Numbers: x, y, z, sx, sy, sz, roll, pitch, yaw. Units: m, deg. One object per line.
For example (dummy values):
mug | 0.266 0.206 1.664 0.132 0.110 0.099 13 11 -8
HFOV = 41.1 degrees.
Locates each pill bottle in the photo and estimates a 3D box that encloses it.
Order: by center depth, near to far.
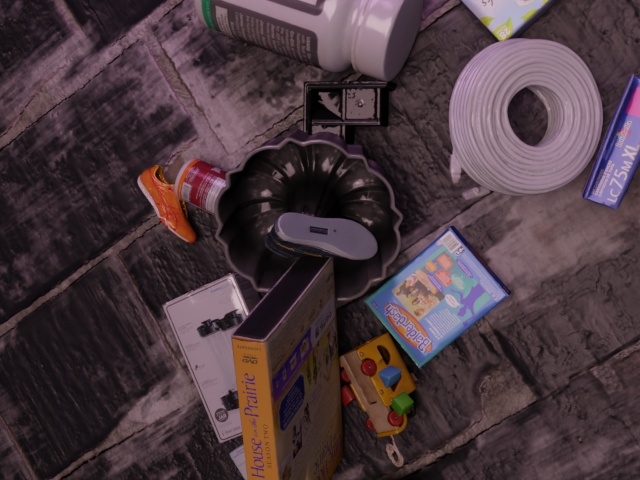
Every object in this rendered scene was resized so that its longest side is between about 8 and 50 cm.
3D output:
pill bottle | -0.019 -0.412 1.480 0.360 0.204 0.204 23 101 15
pill bottle | -0.194 -0.091 1.626 0.152 0.086 0.086 26 102 14

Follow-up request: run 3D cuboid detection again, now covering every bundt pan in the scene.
bundt pan | -0.017 -0.052 1.508 0.330 0.124 0.331 3 120 5

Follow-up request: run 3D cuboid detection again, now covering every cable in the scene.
cable | 0.332 -0.201 1.385 0.256 0.089 0.257 -8 96 -14

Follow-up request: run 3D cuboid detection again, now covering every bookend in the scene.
bookend | 0.051 -0.207 1.543 0.156 0.072 0.157 3 96 18

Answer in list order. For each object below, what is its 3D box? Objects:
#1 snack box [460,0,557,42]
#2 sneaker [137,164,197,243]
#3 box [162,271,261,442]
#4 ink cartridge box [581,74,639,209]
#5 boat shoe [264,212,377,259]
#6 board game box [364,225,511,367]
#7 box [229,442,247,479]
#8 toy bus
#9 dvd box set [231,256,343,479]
snack box | 0.307 -0.461 1.440 0.174 0.070 0.207 -44 83 16
sneaker | -0.292 -0.072 1.673 0.067 0.064 0.175 -35 86 7
box | -0.165 0.219 1.640 0.169 0.087 0.290 -26 87 18
ink cartridge box | 0.455 -0.145 1.289 0.065 0.311 0.186 23 102 16
boat shoe | 0.000 0.000 1.436 0.183 0.083 0.065 14 65 -19
board game box | 0.208 0.101 1.529 0.210 0.047 0.160 -42 82 16
box | -0.088 0.426 1.611 0.072 0.126 0.137 -35 84 17
toy bus | 0.122 0.266 1.542 0.191 0.104 0.202 36 140 42
dvd box set | -0.042 0.270 1.427 0.062 0.308 0.421 5 116 20
